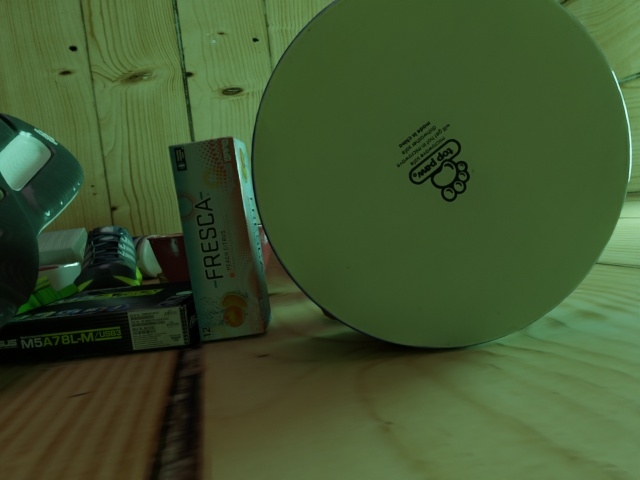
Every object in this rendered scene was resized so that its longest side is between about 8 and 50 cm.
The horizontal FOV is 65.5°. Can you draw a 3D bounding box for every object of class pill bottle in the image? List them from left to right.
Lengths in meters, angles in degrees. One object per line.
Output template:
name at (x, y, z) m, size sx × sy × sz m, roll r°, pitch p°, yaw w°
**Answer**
pill bottle at (-0.424, 0.040, 1.103) m, size 0.169 × 0.094 × 0.094 m, roll -5°, pitch 4°, yaw 22°

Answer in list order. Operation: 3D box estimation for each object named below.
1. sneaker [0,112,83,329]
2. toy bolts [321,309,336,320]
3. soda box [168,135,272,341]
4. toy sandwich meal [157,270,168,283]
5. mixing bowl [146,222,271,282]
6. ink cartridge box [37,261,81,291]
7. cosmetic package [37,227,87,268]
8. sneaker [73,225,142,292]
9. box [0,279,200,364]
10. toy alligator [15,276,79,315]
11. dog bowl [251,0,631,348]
sneaker at (-0.388, 0.062, 0.456) m, size 0.257 × 0.169 × 0.447 m, roll -45°, pitch 22°, yaw 17°
toy bolts at (0.085, 0.022, 0.579) m, size 0.218 × 0.158 × 0.228 m, roll -49°, pitch 29°, yaw -13°
soda box at (-0.092, -0.001, 0.473) m, size 0.063 × 0.183 × 0.058 m, roll -8°, pitch 4°, yaw 3°
toy sandwich meal at (-0.264, 0.067, 0.942) m, size 0.086 × 0.029 × 0.085 m, roll -2°, pitch -6°, yaw 0°
mixing bowl at (-0.148, 0.032, 0.712) m, size 0.181 × 0.098 × 0.181 m, roll -6°, pitch 4°, yaw 0°
ink cartridge box at (-0.582, 0.081, 1.049) m, size 0.135 × 0.056 × 0.099 m, roll -3°, pitch 6°, yaw 36°
cosmetic package at (-0.680, 0.047, 1.177) m, size 0.238 × 0.107 × 0.127 m, roll -9°, pitch 27°, yaw -6°
sneaker at (-0.370, 0.036, 0.857) m, size 0.111 × 0.121 × 0.300 m, roll -9°, pitch 4°, yaw -21°
box at (-0.208, 0.079, 0.535) m, size 0.191 × 0.045 × 0.184 m, roll -6°, pitch 6°, yaw 3°
toy alligator at (-0.350, 0.089, 0.579) m, size 0.051 × 0.056 × 0.189 m, roll -36°, pitch 6°, yaw 9°
dog bowl at (0.081, -0.056, 0.385) m, size 0.265 × 0.264 × 0.104 m, roll -7°, pitch 6°, yaw 0°
